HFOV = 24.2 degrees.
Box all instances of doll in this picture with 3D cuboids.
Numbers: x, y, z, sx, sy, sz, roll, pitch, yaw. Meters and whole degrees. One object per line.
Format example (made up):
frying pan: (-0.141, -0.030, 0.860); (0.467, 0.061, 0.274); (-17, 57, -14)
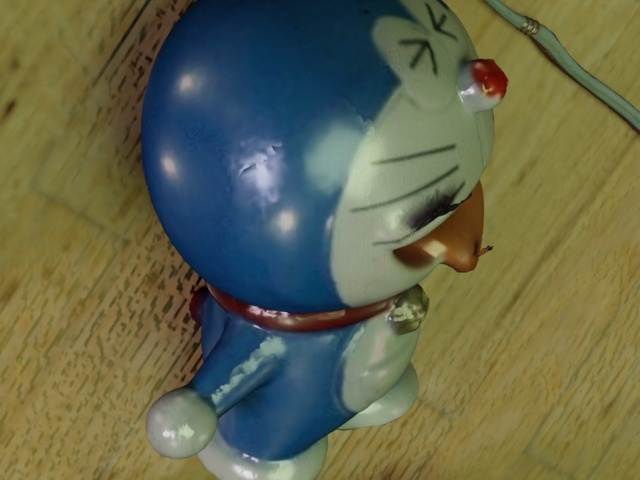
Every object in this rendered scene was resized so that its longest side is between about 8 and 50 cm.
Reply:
doll: (0.000, 0.000, 0.680); (0.215, 0.161, 0.257); (-44, 145, -41)

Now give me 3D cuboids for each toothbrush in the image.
toothbrush: (0.129, -0.101, 0.797); (0.193, 0.013, 0.019); (35, 83, -36)
